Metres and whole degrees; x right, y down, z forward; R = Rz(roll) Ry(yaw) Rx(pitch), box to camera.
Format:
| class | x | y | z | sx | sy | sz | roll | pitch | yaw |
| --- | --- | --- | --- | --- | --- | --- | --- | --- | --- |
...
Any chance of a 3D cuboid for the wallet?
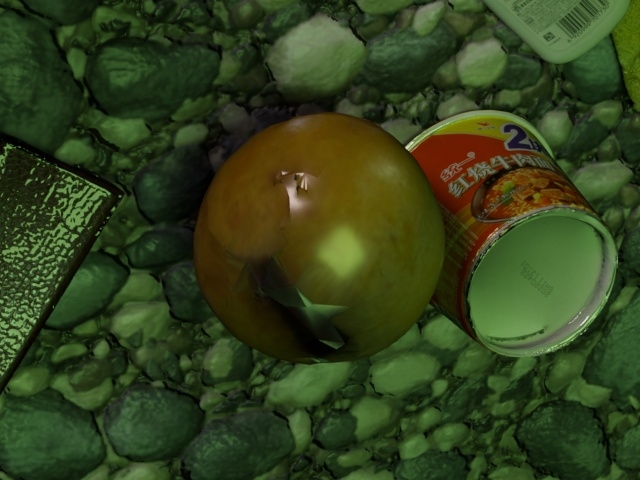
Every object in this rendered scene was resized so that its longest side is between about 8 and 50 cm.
| class | x | y | z | sx | sy | sz | roll | pitch | yaw |
| --- | --- | --- | --- | --- | --- | --- | --- | --- | --- |
| wallet | -0.293 | 0.029 | 1.805 | 0.133 | 0.039 | 0.243 | 26 | 105 | -27 |

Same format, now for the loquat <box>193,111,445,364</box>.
| class | x | y | z | sx | sy | sz | roll | pitch | yaw |
| --- | --- | --- | --- | --- | --- | --- | --- | --- | --- |
| loquat | 0.000 | 0.000 | 1.802 | 0.235 | 0.235 | 0.235 | -11 | 121 | -18 |

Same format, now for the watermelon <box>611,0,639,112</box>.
| class | x | y | z | sx | sy | sz | roll | pitch | yaw |
| --- | --- | --- | --- | --- | --- | --- | --- | --- | --- |
| watermelon | 0.333 | -0.220 | 1.947 | 0.092 | 0.075 | 0.181 | -2 | 129 | 30 |

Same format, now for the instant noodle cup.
| class | x | y | z | sx | sy | sz | roll | pitch | yaw |
| --- | --- | --- | --- | --- | --- | --- | --- | --- | --- |
| instant noodle cup | 0.174 | 0.004 | 1.915 | 0.213 | 0.174 | 0.213 | -11 | 122 | -19 |

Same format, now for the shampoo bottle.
| class | x | y | z | sx | sy | sz | roll | pitch | yaw |
| --- | --- | --- | --- | --- | --- | --- | --- | --- | --- |
| shampoo bottle | 0.189 | -0.256 | 1.846 | 0.108 | 0.051 | 0.221 | -40 | 125 | 17 |
